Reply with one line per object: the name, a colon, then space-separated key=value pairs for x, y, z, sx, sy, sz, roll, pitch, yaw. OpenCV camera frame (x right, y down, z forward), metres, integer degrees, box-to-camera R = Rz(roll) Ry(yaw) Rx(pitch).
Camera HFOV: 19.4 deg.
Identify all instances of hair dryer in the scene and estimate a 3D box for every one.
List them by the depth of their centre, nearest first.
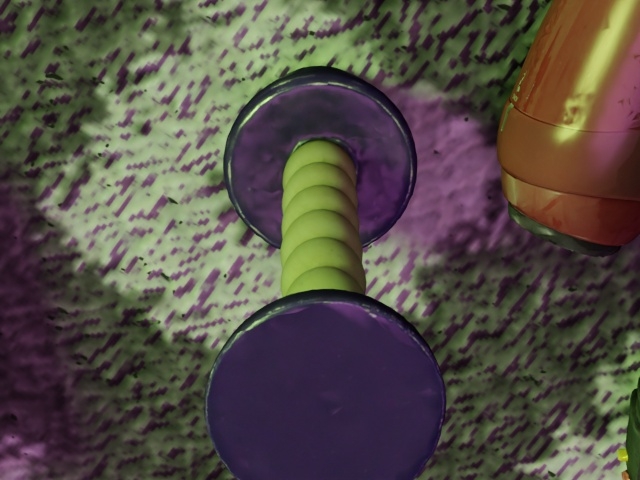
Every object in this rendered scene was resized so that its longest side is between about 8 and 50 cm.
hair dryer: x=0.181 y=-0.050 z=0.771 sx=0.223 sy=0.080 sz=0.293 roll=-26 pitch=116 yaw=-7

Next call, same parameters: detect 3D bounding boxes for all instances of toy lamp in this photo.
toy lamp: x=0.000 y=0.000 z=0.664 sx=0.080 sy=0.275 sz=0.080 roll=0 pitch=113 yaw=1
